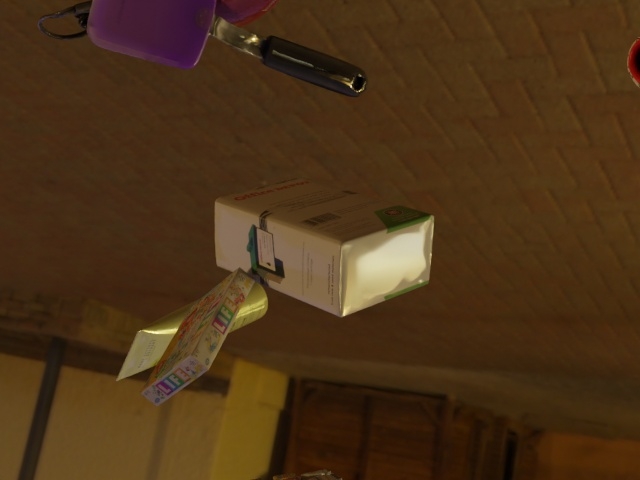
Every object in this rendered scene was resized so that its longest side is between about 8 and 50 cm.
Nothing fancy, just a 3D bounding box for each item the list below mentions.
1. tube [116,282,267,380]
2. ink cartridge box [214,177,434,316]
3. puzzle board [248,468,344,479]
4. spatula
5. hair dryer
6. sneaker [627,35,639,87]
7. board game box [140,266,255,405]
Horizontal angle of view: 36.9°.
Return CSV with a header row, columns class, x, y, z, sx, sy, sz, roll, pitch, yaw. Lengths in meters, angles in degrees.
class,x,y,z,sx,sy,sz,roll,pitch,yaw
tube,-0.165,0.113,1.256,0.062,0.070,0.240,-1,-167,37
ink cartridge box,0.000,0.000,1.149,0.160,0.092,0.219,-17,-155,-42
puzzle board,-0.028,0.224,0.879,0.096,0.011,0.128,-8,174,-8
spatula,-0.058,-0.167,0.809,0.030,0.084,0.296,20,-173,42
hair dryer,-0.159,-0.274,1.135,0.293,0.080,0.223,-12,-165,19
sneaker,0.466,-0.187,1.065,0.145,0.090,0.270,0,-165,-25
board game box,-0.138,0.108,1.097,0.026,0.154,0.103,42,128,-14
